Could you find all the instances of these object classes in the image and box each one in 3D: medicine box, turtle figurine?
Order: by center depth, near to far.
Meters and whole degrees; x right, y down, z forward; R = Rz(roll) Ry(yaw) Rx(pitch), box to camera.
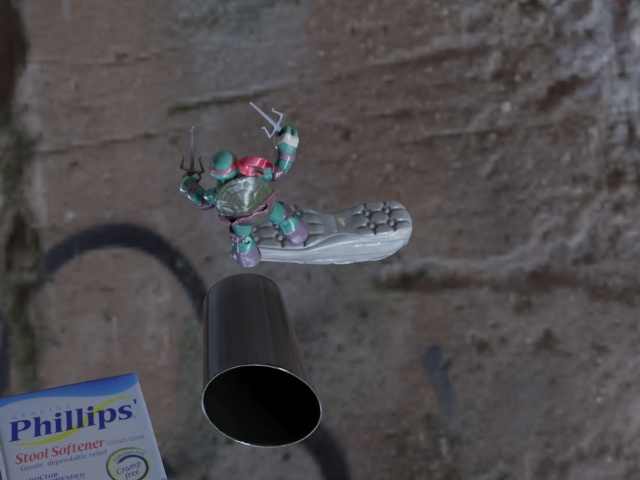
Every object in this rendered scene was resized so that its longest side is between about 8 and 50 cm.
[{"bbox_3d":[-0.103,-0.067,1.779,0.175,0.118,0.234,-12,138,13],"label":"turtle figurine"},{"bbox_3d":[-0.418,0.405,2.371,0.263,0.289,0.149,-10,140,-17],"label":"medicine box"}]

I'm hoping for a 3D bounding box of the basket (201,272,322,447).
[{"bbox_3d":[-0.102,0.171,2.060,0.154,0.227,0.204,-37,127,19],"label":"basket"}]

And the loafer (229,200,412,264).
[{"bbox_3d":[0.000,0.000,2.335,0.319,0.112,0.111,-2,144,-13],"label":"loafer"}]
